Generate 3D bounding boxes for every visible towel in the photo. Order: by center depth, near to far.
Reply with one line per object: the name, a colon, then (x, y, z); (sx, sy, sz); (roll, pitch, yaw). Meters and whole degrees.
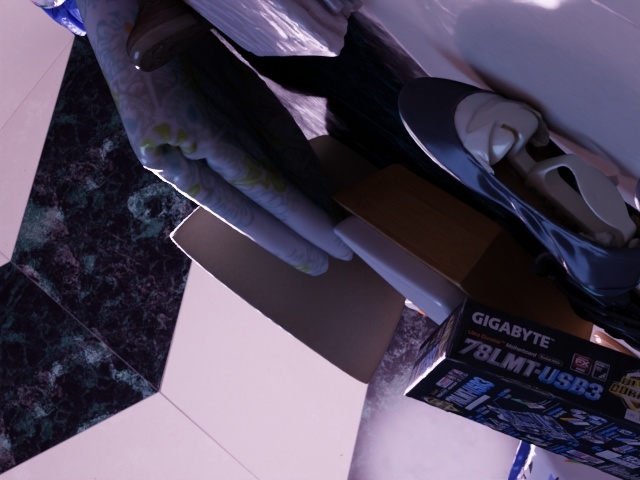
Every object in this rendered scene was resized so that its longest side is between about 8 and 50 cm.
towel: (-0.136, -0.258, 0.956); (0.332, 0.053, 0.317); (38, 177, -17)
towel: (-0.120, -0.145, 1.429); (0.374, 0.090, 0.320); (35, -160, -51)

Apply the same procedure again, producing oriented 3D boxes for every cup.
cup: (0.000, 0.000, 1.682); (0.331, 0.237, 0.331); (37, 180, 0)

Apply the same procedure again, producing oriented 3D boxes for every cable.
cable: (0.279, 0.072, 1.197); (0.184, 0.047, 0.150); (36, 176, 14)

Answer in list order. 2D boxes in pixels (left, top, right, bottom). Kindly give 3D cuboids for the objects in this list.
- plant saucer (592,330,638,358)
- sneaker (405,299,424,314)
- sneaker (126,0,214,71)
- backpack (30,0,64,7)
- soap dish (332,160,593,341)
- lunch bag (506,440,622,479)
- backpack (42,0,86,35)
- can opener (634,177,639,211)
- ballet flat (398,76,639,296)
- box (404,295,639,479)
plant saucer: (0.377, 0.144, 1.581); (0.083, 0.013, 0.083); (37, 178, 1)
sneaker: (0.220, 0.102, 2.015); (0.121, 0.108, 0.302); (43, 175, -19)
sneaker: (-0.146, -0.210, 1.157); (0.071, 0.066, 0.188); (45, -154, -3)
backpack: (-0.366, -0.371, 1.530); (0.182, 0.115, 0.152); (36, 176, -29)
soap dish: (0.170, 0.043, 1.439); (0.229, 0.118, 0.291); (36, 177, 46)
lunch bag: (0.475, 0.399, 1.649); (0.385, 0.239, 0.328); (6, -152, -25)
backpack: (-0.337, -0.346, 1.797); (0.120, 0.101, 0.098); (32, -178, 34)
can opener: (0.258, 0.053, 0.712); (0.280, 0.093, 0.074); (45, 174, -38)
ballet flat: (0.139, -0.048, 0.817); (0.203, 0.074, 0.074); (44, 179, 7)
box: (0.247, 0.161, 1.264); (0.293, 0.073, 0.295); (21, 165, 2)
